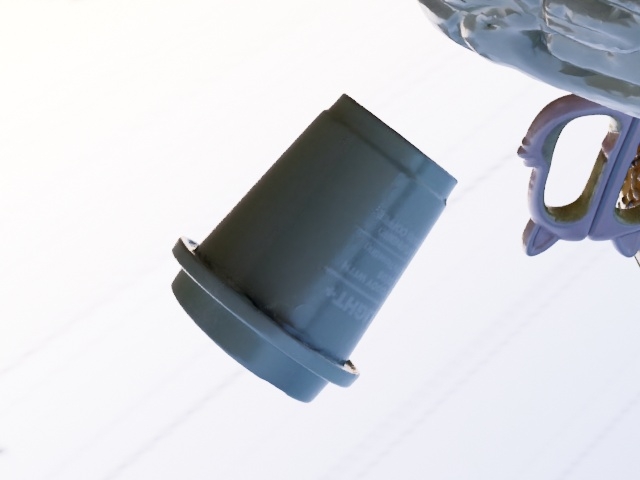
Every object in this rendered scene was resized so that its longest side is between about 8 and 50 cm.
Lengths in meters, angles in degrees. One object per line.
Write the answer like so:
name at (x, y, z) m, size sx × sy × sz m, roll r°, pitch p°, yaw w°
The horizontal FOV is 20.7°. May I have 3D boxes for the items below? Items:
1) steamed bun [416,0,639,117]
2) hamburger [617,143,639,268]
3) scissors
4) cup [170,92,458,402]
steamed bun at (0.195, -0.225, 0.710) m, size 0.342 × 0.368 × 0.255 m, roll 29°, pitch -134°, yaw 30°
hamburger at (0.416, -0.057, 1.619) m, size 0.300 × 0.176 × 0.300 m, roll -15°, pitch -121°, yaw 27°
scissors at (0.230, -0.116, 1.228) m, size 0.160 × 0.318 × 0.024 m, roll 2°, pitch -143°, yaw -21°
cup at (0.000, 0.000, 0.914) m, size 0.141 × 0.120 × 0.120 m, roll -52°, pitch -166°, yaw 7°
